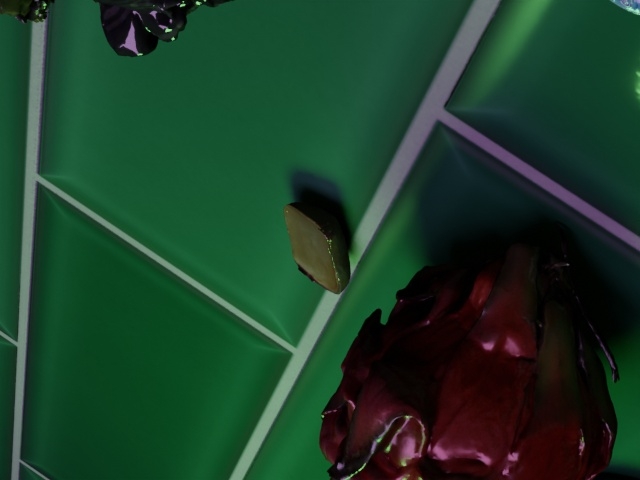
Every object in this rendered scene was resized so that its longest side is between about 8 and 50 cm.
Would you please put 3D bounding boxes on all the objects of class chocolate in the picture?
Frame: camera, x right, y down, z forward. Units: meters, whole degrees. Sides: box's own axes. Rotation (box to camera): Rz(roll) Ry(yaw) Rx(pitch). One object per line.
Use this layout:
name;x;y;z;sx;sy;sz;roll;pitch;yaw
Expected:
chocolate;0.000;0.000;1.267;0.064;0.031;0.100;33;155;30

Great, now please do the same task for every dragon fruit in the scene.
dragon fruit;0.116;0.113;1.125;0.234;0.234;0.293;29;134;13

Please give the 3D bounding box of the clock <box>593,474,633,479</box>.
clock;0.298;0.281;1.359;0.185;0.040;0.184;28;151;17

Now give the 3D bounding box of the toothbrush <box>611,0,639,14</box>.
toothbrush;0.175;-0.143;0.862;0.162;0.017;0.014;33;140;14

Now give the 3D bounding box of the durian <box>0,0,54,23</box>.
durian;-0.292;-0.212;1.100;0.196;0.196;0.167;53;166;-30

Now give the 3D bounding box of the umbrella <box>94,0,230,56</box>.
umbrella;-0.176;-0.269;0.948;0.154;0.128;0.336;7;138;47
